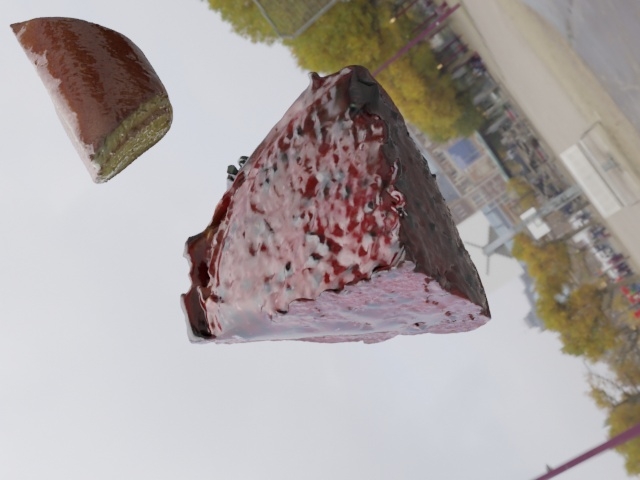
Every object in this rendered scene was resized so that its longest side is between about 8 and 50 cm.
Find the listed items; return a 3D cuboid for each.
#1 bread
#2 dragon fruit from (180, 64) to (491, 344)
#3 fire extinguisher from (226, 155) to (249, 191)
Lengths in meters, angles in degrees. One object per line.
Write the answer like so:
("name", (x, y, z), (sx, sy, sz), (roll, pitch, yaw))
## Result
("bread", (-0.191, -0.136, 0.602), (0.119, 0.067, 0.192), (-14, -123, -40))
("dragon fruit", (0.006, 0.002, 0.811), (0.228, 0.329, 0.286), (21, -133, -49))
("fire extinguisher", (-0.056, -0.077, 0.987), (0.075, 0.252, 0.106), (-61, -39, -35))
